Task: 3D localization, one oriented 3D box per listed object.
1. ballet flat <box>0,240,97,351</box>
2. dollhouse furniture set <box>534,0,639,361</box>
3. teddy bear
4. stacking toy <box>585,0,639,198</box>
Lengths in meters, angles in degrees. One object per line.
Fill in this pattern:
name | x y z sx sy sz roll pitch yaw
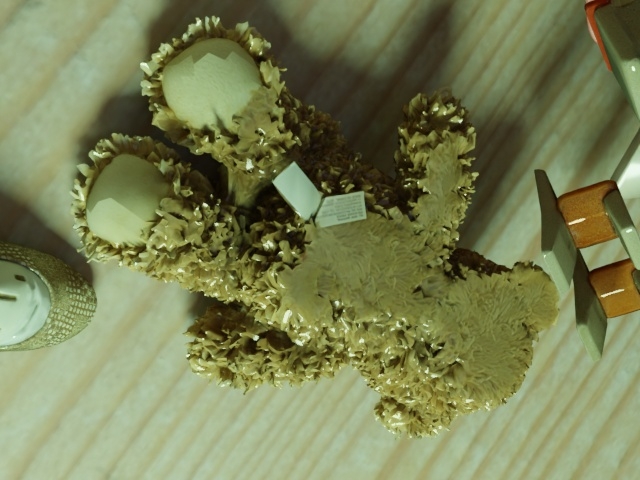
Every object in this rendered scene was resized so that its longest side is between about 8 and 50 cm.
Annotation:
ballet flat | -0.218 0.029 0.579 0.206 0.067 0.073 15 96 -32
dollhouse furniture set | 0.267 -0.069 0.675 0.262 0.135 0.259 -19 127 20
teddy bear | 0.000 0.000 0.685 0.338 0.113 0.245 15 92 -24
stacking toy | 0.341 -0.166 0.731 0.309 0.130 0.279 4 122 8
